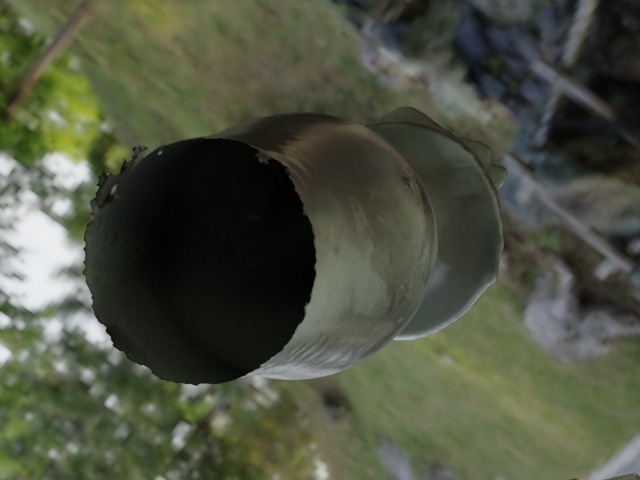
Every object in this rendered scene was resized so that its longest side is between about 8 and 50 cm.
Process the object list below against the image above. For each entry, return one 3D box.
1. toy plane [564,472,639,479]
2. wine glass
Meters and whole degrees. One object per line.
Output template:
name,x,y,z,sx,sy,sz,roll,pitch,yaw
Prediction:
toy plane,0.178,0.272,1.092,0.245,0.244,0.117,37,180,-6
wine glass,0.000,0.000,0.628,0.103,0.103,0.222,38,-165,13
